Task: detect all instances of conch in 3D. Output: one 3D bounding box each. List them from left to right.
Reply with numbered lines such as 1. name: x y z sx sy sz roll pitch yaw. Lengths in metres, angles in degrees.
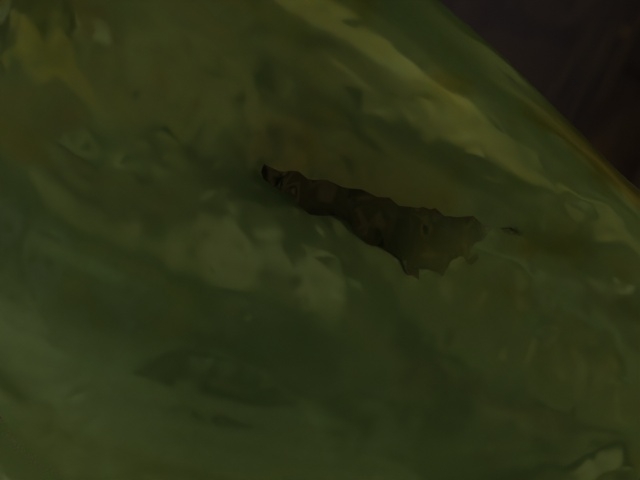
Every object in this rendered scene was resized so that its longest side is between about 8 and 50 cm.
1. conch: -0.015 0.011 0.410 0.143 0.250 0.137 -49 6 -35
